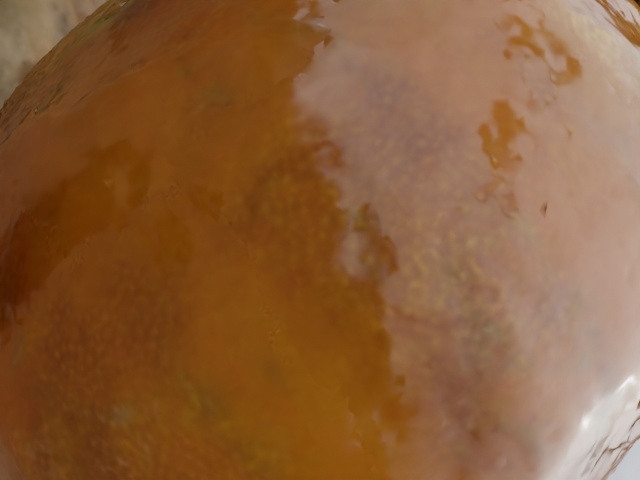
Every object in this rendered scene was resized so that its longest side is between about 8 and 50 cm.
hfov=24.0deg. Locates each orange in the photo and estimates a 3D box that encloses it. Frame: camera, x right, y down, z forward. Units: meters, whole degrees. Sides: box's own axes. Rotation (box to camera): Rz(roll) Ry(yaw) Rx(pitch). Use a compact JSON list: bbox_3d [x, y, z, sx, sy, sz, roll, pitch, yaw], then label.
[{"bbox_3d":[0.000,0.000,0.548,0.226,0.284,0.284,51,9,-24],"label":"orange"}]

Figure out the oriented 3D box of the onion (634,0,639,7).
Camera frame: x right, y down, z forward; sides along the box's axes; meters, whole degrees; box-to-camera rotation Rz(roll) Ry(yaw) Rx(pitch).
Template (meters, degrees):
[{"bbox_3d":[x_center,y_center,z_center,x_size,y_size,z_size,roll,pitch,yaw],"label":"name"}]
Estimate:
[{"bbox_3d":[0.353,-0.208,1.053,0.314,0.232,0.314,-58,-164,27],"label":"onion"}]
